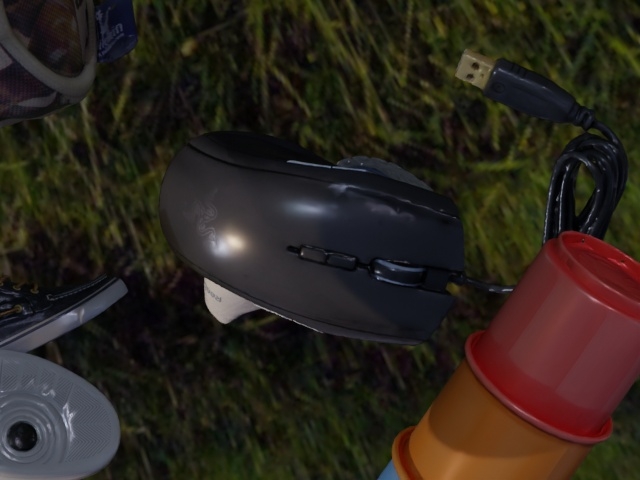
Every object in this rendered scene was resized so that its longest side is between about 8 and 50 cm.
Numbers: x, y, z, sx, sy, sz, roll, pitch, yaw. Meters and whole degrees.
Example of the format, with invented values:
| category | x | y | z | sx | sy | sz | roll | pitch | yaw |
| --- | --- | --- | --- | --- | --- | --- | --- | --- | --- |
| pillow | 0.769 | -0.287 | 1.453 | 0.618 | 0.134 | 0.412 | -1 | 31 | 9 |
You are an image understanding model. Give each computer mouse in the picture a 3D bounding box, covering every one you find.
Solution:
| category | x | y | z | sx | sy | sz | roll | pitch | yaw |
| --- | --- | --- | --- | --- | --- | --- | --- | --- | --- |
| computer mouse | 0.034 | -0.024 | 0.656 | 0.060 | 0.262 | 0.184 | -33 | 144 | -71 |

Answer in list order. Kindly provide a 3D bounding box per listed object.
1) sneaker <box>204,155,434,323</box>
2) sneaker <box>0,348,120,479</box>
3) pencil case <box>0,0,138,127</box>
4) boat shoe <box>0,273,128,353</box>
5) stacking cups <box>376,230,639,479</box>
| category | x | y | z | sx | sy | sz | roll | pitch | yaw |
| --- | --- | --- | --- | --- | --- | --- | --- | --- | --- |
| sneaker | 0.000 | 0.000 | 1.241 | 0.297 | 0.111 | 0.129 | -14 | 147 | -30 |
| sneaker | -0.240 | 0.118 | 0.727 | 0.217 | 0.079 | 0.121 | 9 | 153 | -23 |
| pencil case | -0.302 | -0.070 | 0.594 | 0.410 | 0.183 | 0.160 | -23 | 109 | 15 |
| boat shoe | -0.253 | 0.052 | 0.988 | 0.183 | 0.083 | 0.065 | -28 | -178 | -28 |
| stacking cups | 0.052 | 0.135 | 0.566 | 0.096 | 0.096 | 0.316 | 9 | 118 | -46 |
